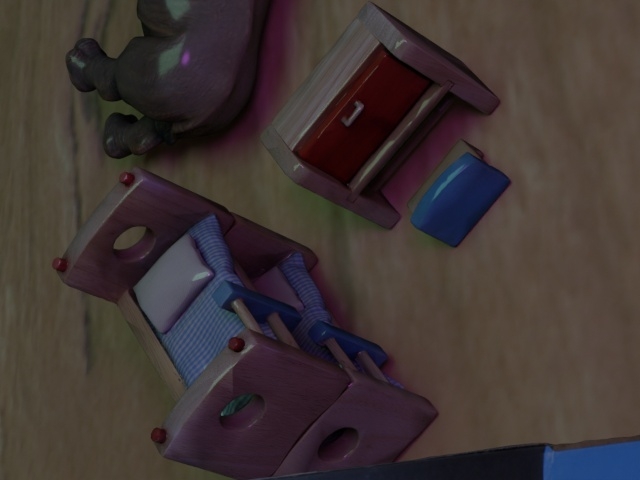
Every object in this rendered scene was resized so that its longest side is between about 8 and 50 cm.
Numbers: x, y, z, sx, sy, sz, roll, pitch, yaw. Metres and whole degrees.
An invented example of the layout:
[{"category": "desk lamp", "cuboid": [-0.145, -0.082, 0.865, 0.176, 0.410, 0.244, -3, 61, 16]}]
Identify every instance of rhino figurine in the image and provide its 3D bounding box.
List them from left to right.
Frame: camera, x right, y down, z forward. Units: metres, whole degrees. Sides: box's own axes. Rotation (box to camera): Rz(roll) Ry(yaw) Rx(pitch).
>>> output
[{"category": "rhino figurine", "cuboid": [-0.059, -0.162, 0.891, 0.106, 0.073, 0.243, 4, 74, 47]}]

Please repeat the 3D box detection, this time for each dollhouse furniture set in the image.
[{"category": "dollhouse furniture set", "cuboid": [0.000, 0.000, 0.729, 0.183, 0.129, 0.129, -51, 47, 14]}]

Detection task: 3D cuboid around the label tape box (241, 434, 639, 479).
[{"category": "label tape box", "cuboid": [0.028, 0.213, 0.631, 0.334, 0.106, 0.240, -13, 64, 38]}]
